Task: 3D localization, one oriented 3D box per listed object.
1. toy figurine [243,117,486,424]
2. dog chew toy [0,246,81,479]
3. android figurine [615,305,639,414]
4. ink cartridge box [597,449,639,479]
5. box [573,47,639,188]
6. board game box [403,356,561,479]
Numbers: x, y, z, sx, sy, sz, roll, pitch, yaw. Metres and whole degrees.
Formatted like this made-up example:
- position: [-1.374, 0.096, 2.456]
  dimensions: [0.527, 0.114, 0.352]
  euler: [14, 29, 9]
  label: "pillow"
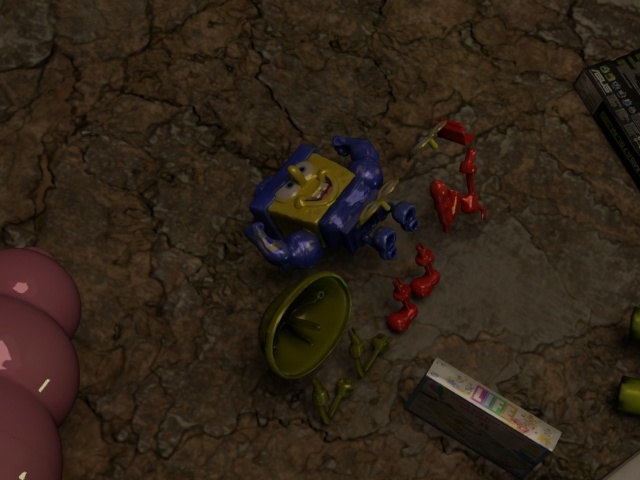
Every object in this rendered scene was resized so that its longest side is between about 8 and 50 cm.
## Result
- position: [0.000, 0.000, 1.557]
  dimensions: [0.217, 0.191, 0.362]
  euler: [23, 64, 35]
  label: "toy figurine"
- position: [-0.332, 0.147, 1.356]
  dimensions: [0.207, 0.206, 0.332]
  euler: [17, 54, -3]
  label: "dog chew toy"
- position: [0.477, 0.157, 1.537]
  dimensions: [0.273, 0.056, 0.248]
  euler: [8, 79, 13]
  label: "android figurine"
- position: [0.258, 0.377, 1.351]
  dimensions: [0.270, 0.198, 0.197]
  euler: [-32, 73, -23]
  label: "ink cartridge box"
- position: [0.450, -0.164, 1.754]
  dimensions: [0.184, 0.045, 0.190]
  euler: [-20, 68, -23]
  label: "box"
- position: [0.173, 0.194, 1.481]
  dimensions: [0.154, 0.103, 0.026]
  euler: [31, 62, 5]
  label: "board game box"
